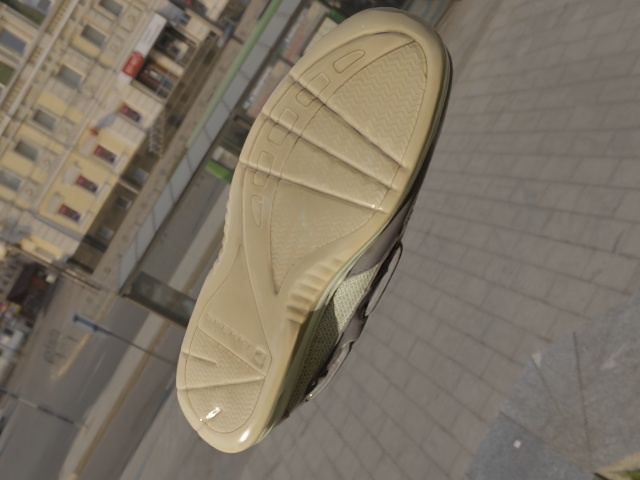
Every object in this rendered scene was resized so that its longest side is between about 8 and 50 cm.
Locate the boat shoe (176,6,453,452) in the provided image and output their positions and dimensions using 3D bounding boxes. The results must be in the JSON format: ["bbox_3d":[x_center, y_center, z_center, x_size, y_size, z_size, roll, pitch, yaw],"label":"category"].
[{"bbox_3d":[0.000,0.000,0.455,0.092,0.102,0.285,-7,-56,-60],"label":"boat shoe"}]
